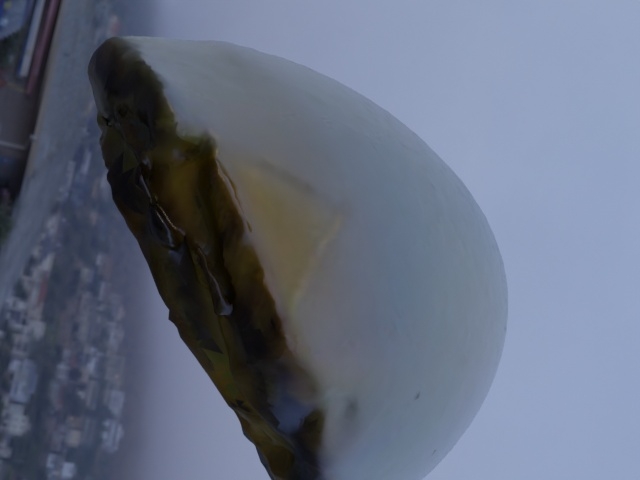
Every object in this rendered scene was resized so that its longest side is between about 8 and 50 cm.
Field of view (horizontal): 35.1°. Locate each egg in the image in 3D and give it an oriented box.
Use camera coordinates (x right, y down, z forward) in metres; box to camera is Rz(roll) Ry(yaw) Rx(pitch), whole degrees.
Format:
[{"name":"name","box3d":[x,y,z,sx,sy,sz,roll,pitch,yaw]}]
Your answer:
[{"name":"egg","box3d":[-0.001,-0.001,0.536,0.264,0.174,0.286,48,-14,55]}]
